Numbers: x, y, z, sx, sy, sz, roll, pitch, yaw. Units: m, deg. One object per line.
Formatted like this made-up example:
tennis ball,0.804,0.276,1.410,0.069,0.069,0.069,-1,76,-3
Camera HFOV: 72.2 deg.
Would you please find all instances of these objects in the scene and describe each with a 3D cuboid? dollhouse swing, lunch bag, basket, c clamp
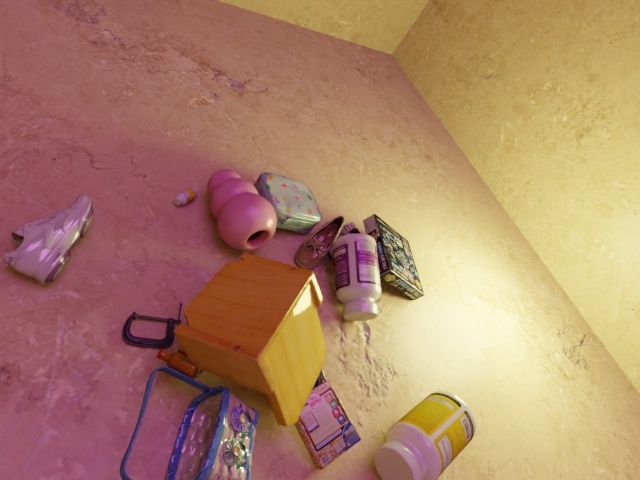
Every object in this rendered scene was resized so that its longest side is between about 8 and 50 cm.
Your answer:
dollhouse swing,-0.166,0.277,1.217,0.315,0.305,0.347,14,37,15
lunch bag,-0.135,-0.140,1.718,0.279,0.108,0.224,10,49,-44
basket,-0.295,0.454,1.031,0.289,0.201,0.255,29,41,-26
c clamp,-0.469,0.237,1.231,0.160,0.022,0.137,10,54,-32

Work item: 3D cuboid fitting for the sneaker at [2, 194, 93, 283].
sneaker,-0.730,-0.033,1.196,0.152,0.114,0.305,26,43,-18

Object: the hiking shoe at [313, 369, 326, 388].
hiking shoe,-0.074,0.371,1.356,0.114,0.086,0.227,-12,64,-46

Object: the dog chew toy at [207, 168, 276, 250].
dog chew toy,-0.294,-0.123,1.549,0.206,0.207,0.332,-8,53,-41

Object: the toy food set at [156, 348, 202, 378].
toy food set,-0.348,0.288,1.199,0.104,0.111,0.232,25,29,1

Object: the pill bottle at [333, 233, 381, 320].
pill bottle,0.137,0.140,1.640,0.169,0.169,0.302,12,62,-29

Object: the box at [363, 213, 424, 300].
box,0.309,0.072,1.847,0.295,0.073,0.293,33,38,-42

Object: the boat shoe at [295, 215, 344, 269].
boat shoe,0.000,0.000,1.711,0.104,0.089,0.285,34,50,7

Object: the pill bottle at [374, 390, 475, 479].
pill bottle,0.322,0.620,1.358,0.334,0.188,0.188,-15,65,-44

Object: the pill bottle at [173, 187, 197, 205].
pill bottle,-0.476,-0.152,1.546,0.043,0.043,0.083,44,42,4

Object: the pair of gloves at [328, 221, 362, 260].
pair of gloves,0.115,0.022,1.840,0.240,0.042,0.204,-17,66,-43

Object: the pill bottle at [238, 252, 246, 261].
pill bottle,-0.161,0.156,1.431,0.272,0.152,0.152,33,41,-9

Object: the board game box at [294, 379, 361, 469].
board game box,0.008,0.527,1.267,0.146,0.045,0.193,-23,78,-30
